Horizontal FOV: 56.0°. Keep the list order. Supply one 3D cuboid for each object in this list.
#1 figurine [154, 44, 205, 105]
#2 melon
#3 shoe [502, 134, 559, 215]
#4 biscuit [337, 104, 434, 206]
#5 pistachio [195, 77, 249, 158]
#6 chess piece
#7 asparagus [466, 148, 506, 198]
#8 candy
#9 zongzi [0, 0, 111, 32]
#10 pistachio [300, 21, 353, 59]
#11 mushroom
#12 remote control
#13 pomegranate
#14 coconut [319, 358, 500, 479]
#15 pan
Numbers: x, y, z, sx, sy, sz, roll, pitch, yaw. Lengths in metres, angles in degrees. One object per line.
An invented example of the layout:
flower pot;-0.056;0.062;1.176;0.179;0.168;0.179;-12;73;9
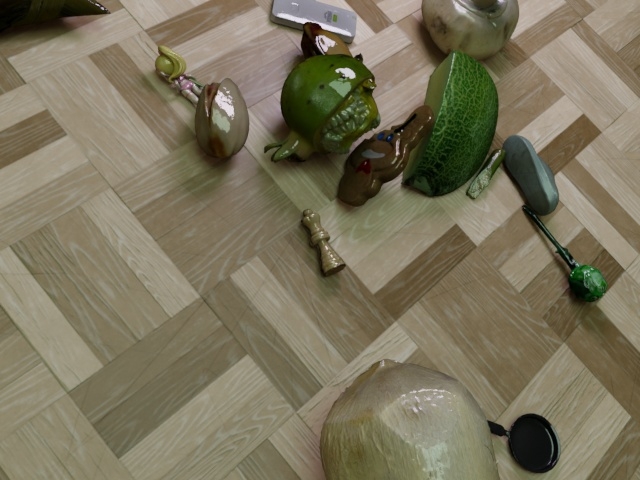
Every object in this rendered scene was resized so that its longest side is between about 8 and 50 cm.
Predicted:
figurine;-0.347;-0.412;1.526;0.187;0.083;0.083;48;63;-5
melon;0.351;-0.288;1.636;0.226;0.331;0.343;3;70;25
shoe;0.610;-0.190;1.708;0.100;0.103;0.250;-12;73;-29
biscuit;0.161;-0.222;1.525;0.320;0.047;0.183;-39;42;10
pistachio;-0.241;-0.295;1.466;0.144;0.144;0.214;-2;69;-18
chess piece;0.000;0.000;1.466;0.060;0.060;0.171;-19;72;-23
asparagus;0.466;-0.189;1.692;0.178;0.045;0.041;-53;128;-24
candy;0.660;0.026;1.652;0.097;0.097;0.323;-24;69;-24
zongzi;-0.700;-0.550;1.440;0.300;0.138;0.286;30;65;-5
pistachio;0.013;-0.505;1.644;0.131;0.165;0.210;-28;90;14
mushroom;0.466;-0.706;1.752;0.315;0.336;0.314;4;75;-17
remote control;-0.017;-0.648;1.744;0.250;0.034;0.103;10;65;-12
pomegranate;0.000;-0.317;1.503;0.341;0.260;0.260;-43;85;-3
coconut;0.175;0.414;1.187;0.347;0.346;0.359;-2;70;-18
pan;0.461;0.463;1.424;0.235;0.028;0.136;23;63;-10
